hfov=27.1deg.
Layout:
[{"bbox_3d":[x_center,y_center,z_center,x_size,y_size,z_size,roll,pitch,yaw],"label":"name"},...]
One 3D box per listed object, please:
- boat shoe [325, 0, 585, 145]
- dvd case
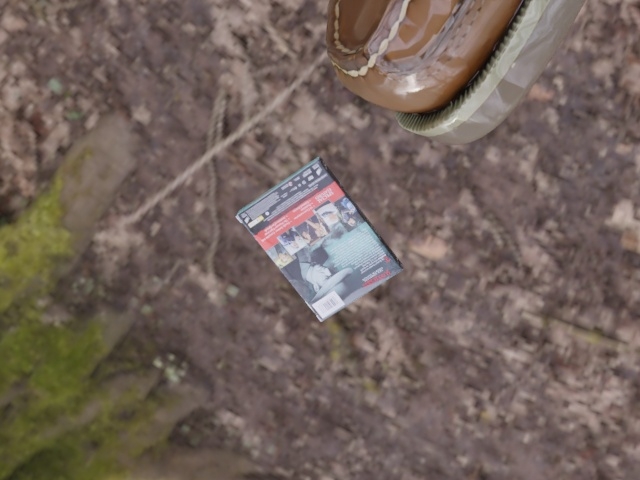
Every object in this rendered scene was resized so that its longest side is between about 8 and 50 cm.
[{"bbox_3d":[0.041,-0.184,0.352,0.104,0.307,0.111,15,-179,-23],"label":"boat shoe"},{"bbox_3d":[0.000,0.000,1.102,0.087,0.013,0.119,-34,104,16],"label":"dvd case"}]
